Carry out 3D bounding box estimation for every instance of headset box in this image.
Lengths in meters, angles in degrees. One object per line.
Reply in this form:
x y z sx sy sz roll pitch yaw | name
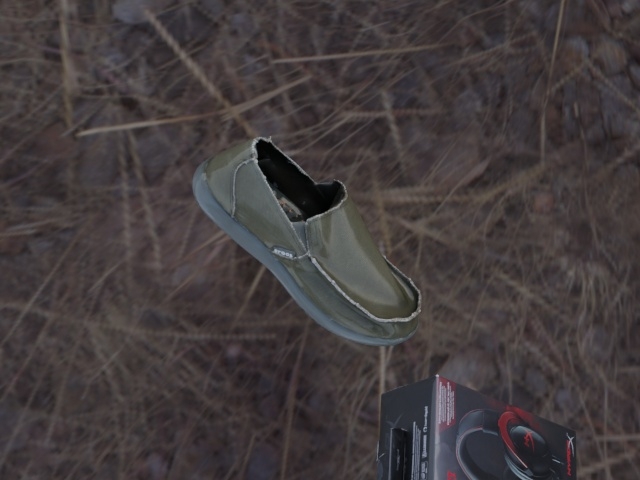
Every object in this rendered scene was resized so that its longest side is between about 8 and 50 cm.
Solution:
0.189 0.313 1.780 0.293 0.218 0.110 25 146 -33 | headset box

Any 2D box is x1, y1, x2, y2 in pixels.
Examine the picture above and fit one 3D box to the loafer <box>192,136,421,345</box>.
0.000 0.000 1.277 0.251 0.094 0.087 38 128 -12 | loafer
